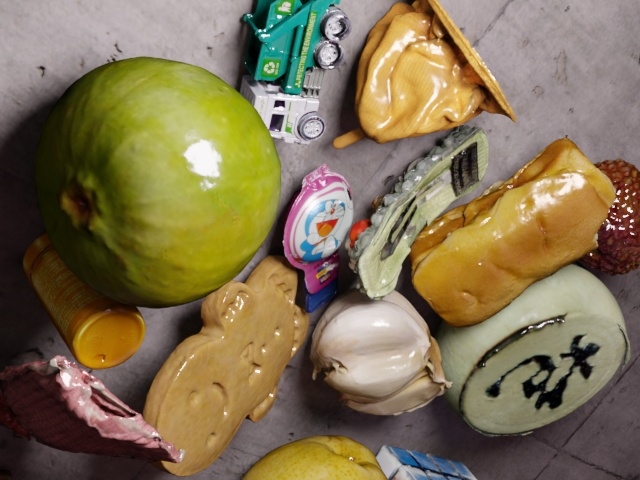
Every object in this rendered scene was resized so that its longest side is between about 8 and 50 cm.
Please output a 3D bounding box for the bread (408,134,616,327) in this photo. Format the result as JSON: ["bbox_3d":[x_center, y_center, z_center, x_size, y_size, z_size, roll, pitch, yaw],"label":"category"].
[{"bbox_3d":[0.309,-0.005,1.728,0.344,0.149,0.195,-34,132,12],"label":"bread"}]

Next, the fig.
[{"bbox_3d":[-0.175,-0.077,1.289,0.316,0.316,0.316,-19,131,-24],"label":"fig"}]

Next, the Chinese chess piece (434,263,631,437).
[{"bbox_3d":[0.372,0.197,1.926,0.349,0.146,0.349,-12,137,-12],"label":"Chinese chess piece"}]

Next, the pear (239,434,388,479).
[{"bbox_3d":[-0.010,0.477,1.811,0.314,0.314,0.314,-19,131,-24],"label":"pear"}]

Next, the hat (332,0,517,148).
[{"bbox_3d":[0.115,-0.196,1.506,0.233,0.233,0.244,-34,168,14],"label":"hat"}]

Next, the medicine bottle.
[{"bbox_3d":[-0.298,0.071,1.361,0.096,0.192,0.096,-18,129,-24],"label":"medicine bottle"}]

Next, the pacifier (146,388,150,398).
[{"bbox_3d":[-0.227,0.223,1.628,0.078,0.081,0.099,-20,165,21],"label":"pacifier"}]

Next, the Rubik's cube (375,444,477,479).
[{"bbox_3d":[0.194,0.573,2.046,0.259,0.256,0.253,19,109,-42],"label":"Rubik's cube"}]

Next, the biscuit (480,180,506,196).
[{"bbox_3d":[0.307,-0.046,1.842,0.071,0.018,0.147,-39,135,-5],"label":"biscuit"}]

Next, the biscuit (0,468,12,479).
[{"bbox_3d":[-0.496,0.386,1.572,0.119,0.019,0.130,-24,132,-21],"label":"biscuit"}]

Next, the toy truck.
[{"bbox_3d":[-0.045,-0.234,1.390,0.116,0.110,0.216,2,121,-22],"label":"toy truck"}]

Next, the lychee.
[{"bbox_3d":[0.501,-0.047,1.875,0.188,0.188,0.188,-19,131,-24],"label":"lychee"}]

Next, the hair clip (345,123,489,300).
[{"bbox_3d":[0.134,-0.055,1.644,0.321,0.091,0.138,-46,140,-29],"label":"hair clip"}]

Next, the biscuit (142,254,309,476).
[{"bbox_3d":[-0.128,0.186,1.572,0.355,0.052,0.275,-48,142,-37],"label":"biscuit"}]

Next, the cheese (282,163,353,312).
[{"bbox_3d":[0.000,0.000,1.605,0.155,0.062,0.244,-33,135,-37],"label":"cheese"}]

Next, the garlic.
[{"bbox_3d":[0.080,0.174,1.739,0.203,0.185,0.281,-22,158,9],"label":"garlic"}]

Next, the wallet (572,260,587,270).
[{"bbox_3d":[0.428,0.088,2.003,0.141,0.059,0.202,-43,135,8],"label":"wallet"}]

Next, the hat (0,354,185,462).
[{"bbox_3d":[-0.328,0.216,1.413,0.237,0.286,0.107,48,52,-31],"label":"hat"}]
